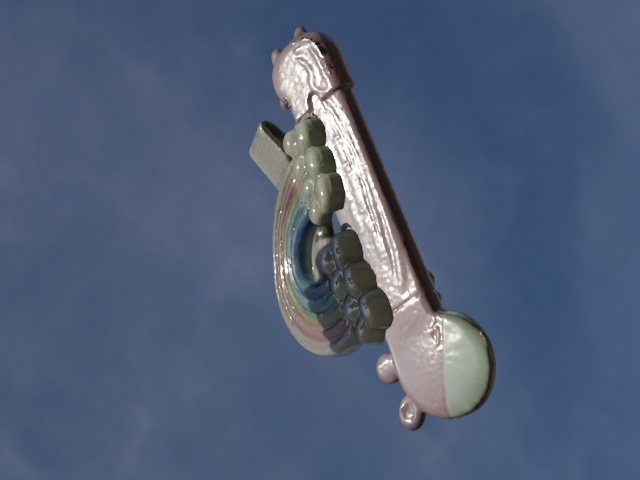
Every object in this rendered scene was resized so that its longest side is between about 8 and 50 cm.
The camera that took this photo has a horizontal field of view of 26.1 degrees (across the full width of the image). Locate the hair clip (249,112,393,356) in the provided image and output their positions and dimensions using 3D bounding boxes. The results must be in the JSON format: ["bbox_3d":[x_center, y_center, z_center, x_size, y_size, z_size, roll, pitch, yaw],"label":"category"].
[{"bbox_3d":[0.000,0.000,1.023,0.054,0.220,0.140,-2,-33,-25],"label":"hair clip"}]

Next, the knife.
[{"bbox_3d":[0.050,-0.022,1.235,0.038,0.132,0.398,-4,-116,-45],"label":"knife"}]
